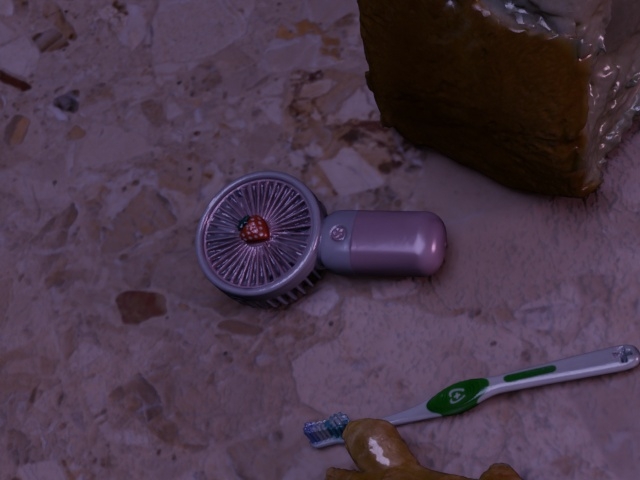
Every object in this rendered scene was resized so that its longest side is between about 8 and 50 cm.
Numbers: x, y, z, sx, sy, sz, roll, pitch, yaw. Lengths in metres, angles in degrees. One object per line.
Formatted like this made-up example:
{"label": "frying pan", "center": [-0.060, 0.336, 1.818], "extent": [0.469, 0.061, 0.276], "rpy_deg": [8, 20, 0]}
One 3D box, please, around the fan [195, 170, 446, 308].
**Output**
{"label": "fan", "center": [0.000, 0.000, 1.140], "extent": [0.244, 0.074, 0.130], "rpy_deg": [0, 67, 22]}

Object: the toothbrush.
{"label": "toothbrush", "center": [0.130, 0.138, 1.057], "extent": [0.304, 0.030, 0.030], "rpy_deg": [-15, 63, 12]}

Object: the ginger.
{"label": "ginger", "center": [0.136, 0.238, 0.987], "extent": [0.299, 0.065, 0.118], "rpy_deg": [16, 84, 24]}

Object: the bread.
{"label": "bread", "center": [0.176, -0.205, 1.054], "extent": [0.250, 0.279, 0.225], "rpy_deg": [23, 64, 28]}
